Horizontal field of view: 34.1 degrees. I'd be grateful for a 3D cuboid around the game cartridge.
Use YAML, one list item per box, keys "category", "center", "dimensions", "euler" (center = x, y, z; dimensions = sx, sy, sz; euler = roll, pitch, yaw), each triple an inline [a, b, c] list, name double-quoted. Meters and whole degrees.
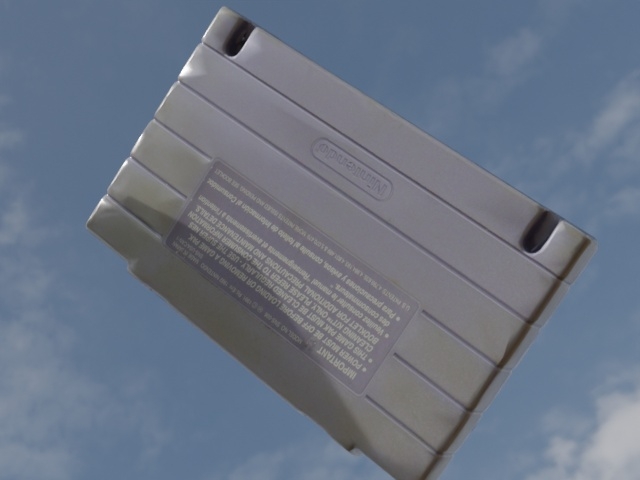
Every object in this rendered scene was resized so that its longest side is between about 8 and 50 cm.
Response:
- category: "game cartridge"
  center: [0.000, 0.000, 0.804]
  dimensions: [0.230, 0.355, 0.068]
  euler: [-58, -23, 10]
